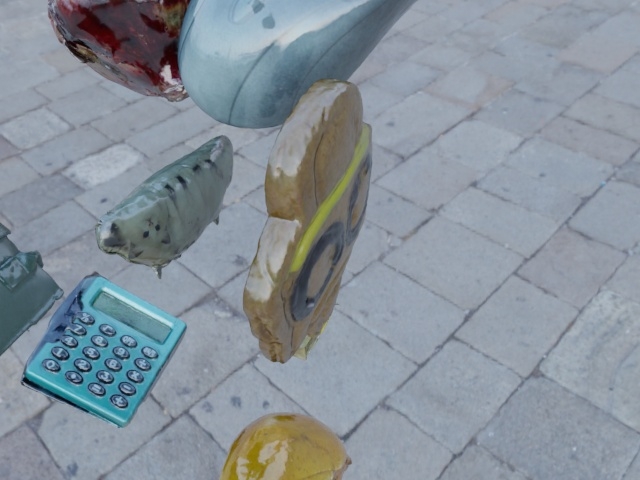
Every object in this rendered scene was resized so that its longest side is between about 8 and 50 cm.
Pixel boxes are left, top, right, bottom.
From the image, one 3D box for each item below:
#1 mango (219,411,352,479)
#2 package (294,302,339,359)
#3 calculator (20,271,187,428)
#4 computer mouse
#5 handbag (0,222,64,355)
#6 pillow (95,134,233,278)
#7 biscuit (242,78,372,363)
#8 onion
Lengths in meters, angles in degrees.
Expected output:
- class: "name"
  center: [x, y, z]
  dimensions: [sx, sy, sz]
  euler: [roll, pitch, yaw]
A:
- class: "mango"
  center: [-0.045, 0.278, 0.665]
  dimensions: [0.126, 0.252, 0.154]
  euler: [-1, 82, 16]
- class: "package"
  center: [-0.025, 0.121, 0.923]
  dimensions: [0.071, 0.047, 0.131]
  euler: [19, 46, 20]
- class: "calculator"
  center: [-0.440, 0.220, 1.202]
  dimensions: [0.248, 0.058, 0.274]
  euler: [29, 52, -4]
- class: "computer mouse"
  center: [0.000, -0.274, 0.595]
  dimensions: [0.371, 0.122, 0.188]
  euler: [-42, 86, 1]
- class: "handbag"
  center: [-0.450, 0.039, 0.656]
  dimensions: [0.079, 0.247, 0.260]
  euler: [-15, 26, 24]
- class: "pillow"
  center: [-0.145, -0.033, 0.607]
  dimensions: [0.051, 0.093, 0.241]
  euler: [-4, 27, 22]
- class: "biscuit"
  center: [0.000, 0.000, 0.500]
  dimensions: [0.041, 0.290, 0.208]
  euler: [19, 55, 15]
- class: "onion"
  center: [-0.208, -0.260, 0.743]
  dimensions: [0.272, 0.272, 0.195]
  euler: [-7, 72, -3]
